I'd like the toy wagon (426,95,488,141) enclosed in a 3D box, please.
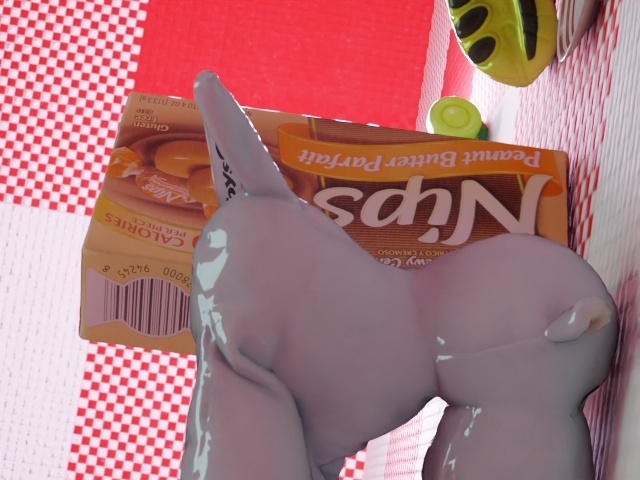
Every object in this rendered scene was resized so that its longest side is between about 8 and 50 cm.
[{"bbox_3d":[0.120,0.027,1.918,0.267,0.068,0.344,100,178,-56],"label":"toy wagon"}]

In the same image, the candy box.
[{"bbox_3d":[0.008,0.001,1.235,0.183,0.316,0.087,-81,0,-50],"label":"candy box"}]

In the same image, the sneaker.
[{"bbox_3d":[0.129,-0.262,1.496,0.123,0.109,0.295,45,-144,-76],"label":"sneaker"}]

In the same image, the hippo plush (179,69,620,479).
[{"bbox_3d":[0.045,0.065,1.038,0.234,0.236,0.294,176,96,-89],"label":"hippo plush"}]

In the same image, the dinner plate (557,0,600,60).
[{"bbox_3d":[0.191,-0.197,1.300,0.141,0.017,0.141,-171,90,-88],"label":"dinner plate"}]
